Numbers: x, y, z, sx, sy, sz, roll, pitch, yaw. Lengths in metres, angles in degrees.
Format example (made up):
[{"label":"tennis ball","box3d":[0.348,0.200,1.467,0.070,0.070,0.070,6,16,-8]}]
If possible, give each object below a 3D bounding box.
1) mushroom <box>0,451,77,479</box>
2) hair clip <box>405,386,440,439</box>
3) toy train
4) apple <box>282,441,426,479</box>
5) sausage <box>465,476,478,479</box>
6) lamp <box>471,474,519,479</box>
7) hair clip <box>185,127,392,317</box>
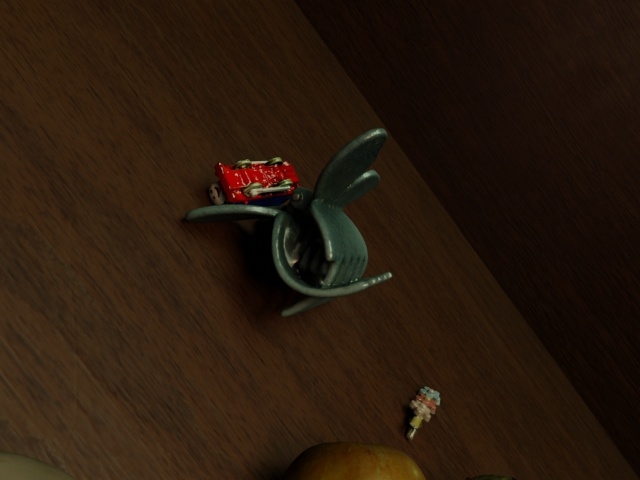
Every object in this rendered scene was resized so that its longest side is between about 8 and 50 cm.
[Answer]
[{"label":"mushroom","box3d":[-0.269,0.271,0.343,0.204,0.204,0.204,37,33,-30]},{"label":"hair clip","box3d":[0.243,0.390,1.090,0.062,0.056,0.213,28,22,21]},{"label":"toy train","box3d":[-0.140,-0.114,0.981,0.203,0.131,0.083,-14,77,-48]},{"label":"apple","box3d":[0.044,0.392,0.631,0.236,0.236,0.208,29,50,-38]},{"label":"sausage","box3d":[0.227,0.512,0.612,0.233,0.233,0.287,45,68,-17]},{"label":"lamp","box3d":[0.315,0.547,0.863,0.250,0.250,0.284,19,11,-47]},{"label":"hair clip","box3d":[0.000,0.000,0.902,0.318,0.391,0.239,8,61,-74]}]
